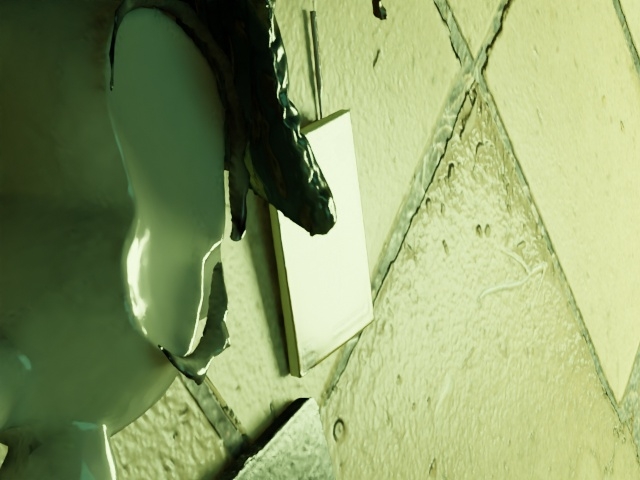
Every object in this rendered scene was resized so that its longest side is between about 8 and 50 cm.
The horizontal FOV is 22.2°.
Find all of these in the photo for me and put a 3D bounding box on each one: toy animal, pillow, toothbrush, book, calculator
[{"bbox_3d":[-0.138,0.006,0.836,0.208,0.154,0.325,50,40,-32],"label":"toy animal"},{"bbox_3d":[-0.056,-0.116,0.957,0.255,0.034,0.189,-137,-150,-68],"label":"pillow"},{"bbox_3d":[0.000,-0.123,1.219,0.006,0.008,0.097,-20,106,-59],"label":"toothbrush"},{"bbox_3d":[0.000,0.000,1.203,0.118,0.012,0.172,-33,121,-54],"label":"book"},{"bbox_3d":[-0.049,0.230,1.117,0.262,0.021,0.161,-40,122,-53],"label":"calculator"}]

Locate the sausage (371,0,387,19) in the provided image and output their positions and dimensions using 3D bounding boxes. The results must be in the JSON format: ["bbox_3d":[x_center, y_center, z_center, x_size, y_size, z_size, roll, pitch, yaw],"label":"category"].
[{"bbox_3d":[0.070,-0.327,1.252,0.112,0.112,0.328,37,59,-53],"label":"sausage"}]
